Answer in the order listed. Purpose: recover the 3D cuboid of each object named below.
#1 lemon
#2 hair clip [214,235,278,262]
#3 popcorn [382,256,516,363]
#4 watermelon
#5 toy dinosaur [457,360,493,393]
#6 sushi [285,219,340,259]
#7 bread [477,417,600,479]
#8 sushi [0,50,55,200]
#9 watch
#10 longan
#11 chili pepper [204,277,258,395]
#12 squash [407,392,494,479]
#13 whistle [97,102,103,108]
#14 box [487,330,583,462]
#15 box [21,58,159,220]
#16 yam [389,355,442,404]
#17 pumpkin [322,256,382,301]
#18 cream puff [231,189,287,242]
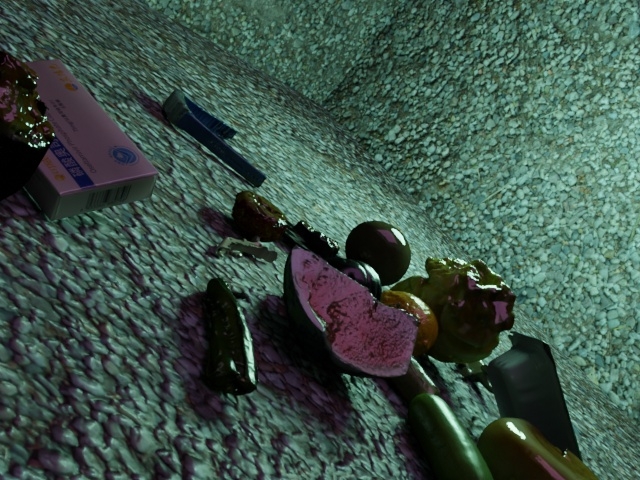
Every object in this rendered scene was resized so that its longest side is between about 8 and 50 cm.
[{"bbox_3d":[0.192,0.191,2.040,0.142,0.142,0.187,21,23,-53],"label":"lemon"},{"bbox_3d":[-0.173,0.012,1.875,0.072,0.034,0.226,43,16,23],"label":"hair clip"},{"bbox_3d":[0.334,0.165,2.167,0.293,0.293,0.237,38,-20,-8],"label":"popcorn"},{"bbox_3d":[0.032,0.148,1.693,0.305,0.180,0.224,34,1,-16],"label":"watermelon"},{"bbox_3d":[0.430,0.347,2.344,0.247,0.075,0.188,44,6,37],"label":"toy dinosaur"},{"bbox_3d":[0.000,0.000,2.260,0.231,0.047,0.220,36,8,-16],"label":"sushi"},{"bbox_3d":[0.443,0.493,1.732,0.333,0.160,0.333,37,8,-6],"label":"bread"},{"bbox_3d":[-0.500,-0.190,1.309,0.213,0.204,0.200,38,9,-30],"label":"sushi"},{"bbox_3d":[-0.297,-0.280,2.394,0.274,0.068,0.276,34,15,-42],"label":"watch"},{"bbox_3d":[0.157,0.034,2.388,0.189,0.189,0.189,37,15,-11],"label":"longan"},{"bbox_3d":[-0.153,0.141,1.479,0.084,0.076,0.359,10,22,-11],"label":"chili pepper"},{"bbox_3d":[0.249,0.409,1.625,0.101,0.101,0.379,33,14,-25],"label":"squash"},{"bbox_3d":[-0.451,-0.208,1.685,0.105,0.102,0.253,13,33,-54],"label":"whistle"},{"bbox_3d":[0.473,0.386,1.996,0.264,0.106,0.337,178,-106,-83],"label":"box"},{"bbox_3d":[-0.460,-0.185,1.523,0.200,0.065,0.343,-19,57,-44],"label":"box"},{"bbox_3d":[0.139,0.231,1.931,0.083,0.083,0.371,22,22,-50],"label":"yam"},{"bbox_3d":[0.033,0.102,1.851,0.194,0.194,0.150,27,40,-41],"label":"pumpkin"},{"bbox_3d":[-0.147,-0.050,2.025,0.149,0.084,0.149,36,11,-8],"label":"cream puff"}]
